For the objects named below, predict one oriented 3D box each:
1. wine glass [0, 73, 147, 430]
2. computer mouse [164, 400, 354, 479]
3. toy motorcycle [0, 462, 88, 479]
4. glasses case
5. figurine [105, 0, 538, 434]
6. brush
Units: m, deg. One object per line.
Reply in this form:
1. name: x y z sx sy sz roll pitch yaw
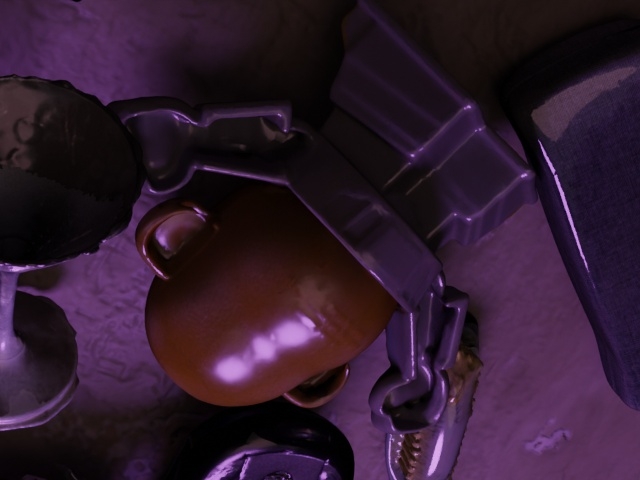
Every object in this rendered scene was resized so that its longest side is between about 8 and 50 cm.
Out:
1. wine glass: -0.204 0.019 1.016 0.156 0.156 0.232 0 145 -16
2. computer mouse: -0.063 0.206 1.216 0.137 0.096 0.233 13 125 -20
3. toy motorcycle: -0.229 0.262 1.192 0.239 0.108 0.204 36 135 5
4. glasses case: 0.247 -0.014 1.201 0.131 0.074 0.323 -26 121 0
5. figurine: 0.000 0.000 1.086 0.342 0.167 0.285 44 91 -9
6. brush: 0.084 0.198 1.274 0.068 0.060 0.297 2 116 -19
